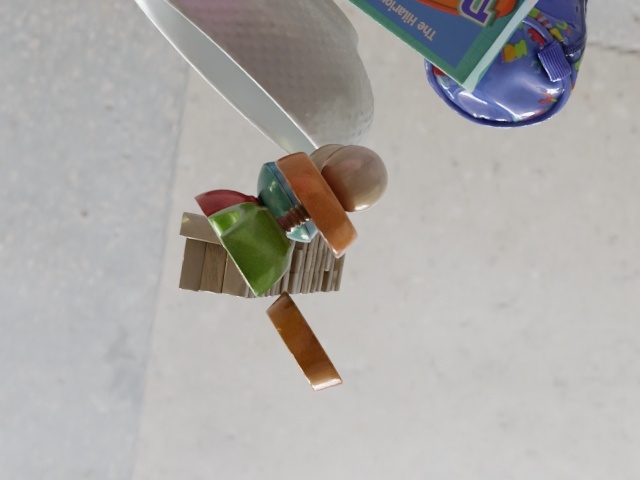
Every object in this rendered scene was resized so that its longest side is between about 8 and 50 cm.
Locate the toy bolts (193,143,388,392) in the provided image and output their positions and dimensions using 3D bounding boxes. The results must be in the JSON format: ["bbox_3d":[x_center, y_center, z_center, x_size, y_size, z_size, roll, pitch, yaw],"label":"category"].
[{"bbox_3d":[0.000,0.000,1.556,0.158,0.228,0.218,-32,113,-3],"label":"toy bolts"}]

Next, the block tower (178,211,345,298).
[{"bbox_3d":[-0.069,0.020,2.106,0.091,0.335,0.097,10,92,22],"label":"block tower"}]

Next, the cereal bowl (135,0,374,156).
[{"bbox_3d":[-0.062,-0.233,1.902,0.141,0.339,0.339,-47,118,-4],"label":"cereal bowl"}]

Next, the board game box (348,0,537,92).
[{"bbox_3d":[0.089,-0.221,1.007,0.160,0.047,0.210,37,98,10],"label":"board game box"}]

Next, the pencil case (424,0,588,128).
[{"bbox_3d":[0.178,-0.234,1.407,0.133,0.306,0.119,-11,133,31],"label":"pencil case"}]
